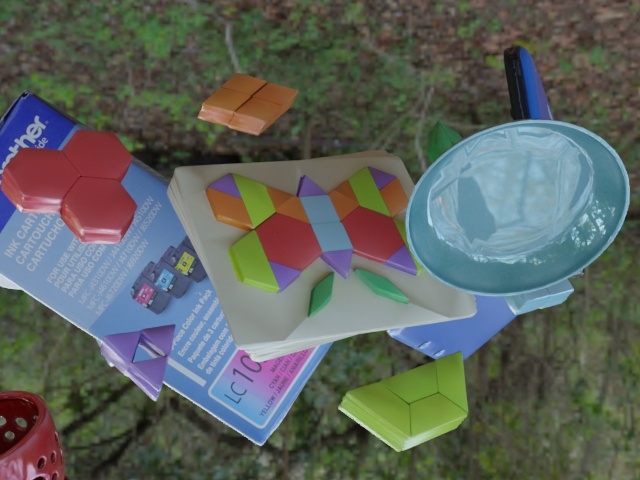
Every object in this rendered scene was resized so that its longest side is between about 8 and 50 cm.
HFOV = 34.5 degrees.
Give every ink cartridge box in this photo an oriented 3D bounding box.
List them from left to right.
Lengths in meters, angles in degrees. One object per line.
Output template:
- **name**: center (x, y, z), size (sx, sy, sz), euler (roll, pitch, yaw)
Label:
- **ink cartridge box**: center (-0.180, 0.007, 0.973), size (0.395, 0.151, 0.270), euler (33, 177, -4)

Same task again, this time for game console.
- **game console**: center (0.167, -0.020, 1.056), size (0.173, 0.250, 0.293), euler (-11, 164, 16)

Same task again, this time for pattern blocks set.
- **pattern blocks set**: center (0.000, 0.000, 0.652), size (0.324, 0.285, 0.026), euler (-21, 154, -36)

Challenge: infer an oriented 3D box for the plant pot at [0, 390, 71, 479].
- **plant pot**: center (-0.450, 0.333, 1.448), size (0.191, 0.174, 0.191), euler (-10, -153, 5)

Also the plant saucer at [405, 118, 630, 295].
- **plant saucer**: center (0.103, -0.020, 0.551), size (0.119, 0.021, 0.119), euler (-2, 130, -3)

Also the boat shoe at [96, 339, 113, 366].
- **boat shoe**: center (-0.315, 0.034, 1.541), size (0.102, 0.301, 0.108), euler (-14, 180, -17)

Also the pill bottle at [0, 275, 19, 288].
- **pill bottle**: center (-0.453, -0.041, 1.573), size (0.117, 0.208, 0.118), euler (4, 144, 3)
